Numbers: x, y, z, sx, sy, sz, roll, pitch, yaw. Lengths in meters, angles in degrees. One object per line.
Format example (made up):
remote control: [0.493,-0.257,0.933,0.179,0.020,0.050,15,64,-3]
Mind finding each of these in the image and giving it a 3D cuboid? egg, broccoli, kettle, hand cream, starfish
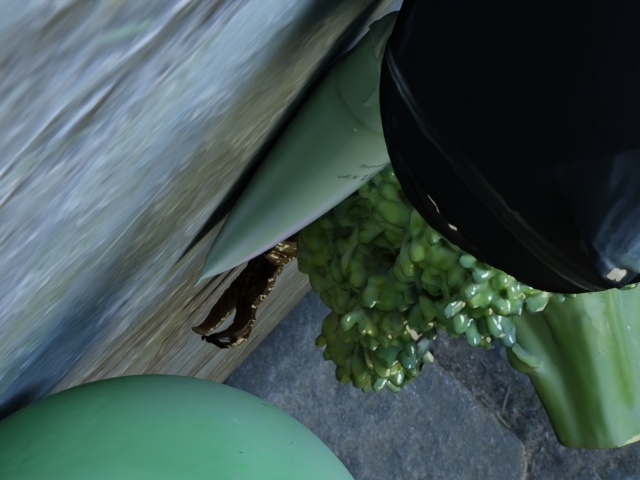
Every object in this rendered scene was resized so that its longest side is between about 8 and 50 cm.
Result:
egg: [-0.073,0.167,0.693,0.220,0.220,0.269,-48,-178,22]
broccoli: [0.101,-0.018,0.926,0.288,0.235,0.260,-30,130,-54]
kettle: [0.143,-0.115,0.590,0.290,0.207,0.268,-42,-153,21]
hand cream: [-0.001,-0.037,0.781,0.078,0.050,0.205,-46,-179,-35]
starfish: [-0.006,-0.006,1.152,0.238,0.057,0.213,-40,-179,-43]
